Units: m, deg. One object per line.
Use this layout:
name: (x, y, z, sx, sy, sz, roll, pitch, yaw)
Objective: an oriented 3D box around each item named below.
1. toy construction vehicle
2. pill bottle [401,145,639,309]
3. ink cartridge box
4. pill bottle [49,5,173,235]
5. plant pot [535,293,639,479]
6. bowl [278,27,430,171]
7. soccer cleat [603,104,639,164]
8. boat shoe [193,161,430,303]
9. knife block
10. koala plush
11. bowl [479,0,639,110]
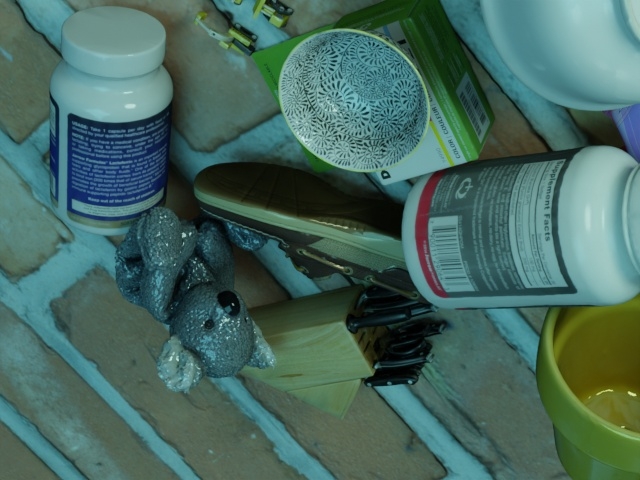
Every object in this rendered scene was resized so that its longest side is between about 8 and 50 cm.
toy construction vehicle: (-0.095, -0.265, 1.484, 0.098, 0.035, 0.086, 34, 129, -3)
pill bottle: (0.263, -0.013, 1.380, 0.318, 0.176, 0.176, -4, 123, 42)
ink cartridge box: (0.047, -0.161, 1.458, 0.255, 0.097, 0.189, -15, 116, 30)
pill bottle: (-0.263, -0.150, 1.563, 0.153, 0.153, 0.264, 18, 129, 10)
plant pot: (0.378, 0.189, 1.487, 0.254, 0.254, 0.239, 14, 143, 13)
bowl: (0.047, -0.166, 1.340, 0.170, 0.080, 0.170, 12, 128, 16)
soccer cleat: (0.336, -0.181, 1.334, 0.095, 0.083, 0.248, -4, 125, 31)
boat shoe: (0.000, 0.000, 1.561, 0.342, 0.123, 0.123, 14, 121, -1)
knife block: (0.020, 0.113, 1.673, 0.276, 0.088, 0.242, 25, 129, 5)
koala plush: (-0.155, 0.085, 1.621, 0.203, 0.196, 0.221, -44, 67, 45)
bowl: (0.308, -0.249, 1.156, 0.298, 0.134, 0.298, -7, 112, -18)
